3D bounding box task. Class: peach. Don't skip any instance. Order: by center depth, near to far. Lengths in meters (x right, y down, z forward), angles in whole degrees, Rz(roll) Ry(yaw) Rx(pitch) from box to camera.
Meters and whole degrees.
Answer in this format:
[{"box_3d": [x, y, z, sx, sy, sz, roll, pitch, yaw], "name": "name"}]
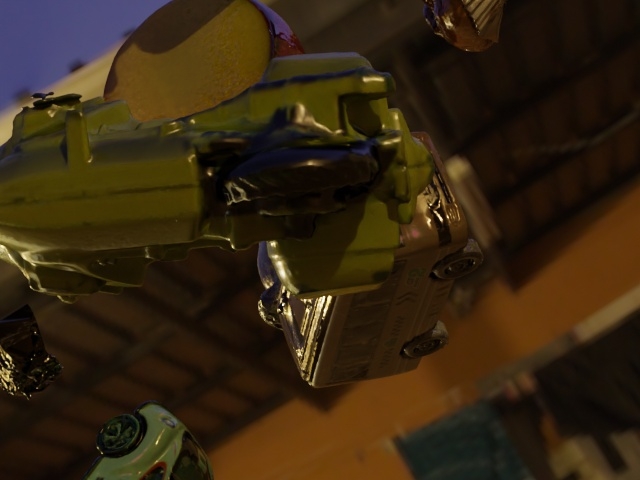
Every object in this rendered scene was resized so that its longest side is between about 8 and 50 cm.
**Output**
[{"box_3d": [-0.108, -0.133, 1.980, 0.245, 0.274, 0.248, 29, -58, -29], "name": "peach"}]

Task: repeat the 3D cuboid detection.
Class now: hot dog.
[{"box_3d": [0.127, -0.251, 1.743, 0.075, 0.144, 0.268, -32, 2, 1], "name": "hot dog"}]

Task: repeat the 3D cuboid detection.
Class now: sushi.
[{"box_3d": [-0.325, 0.128, 1.899, 0.056, 0.084, 0.083, -34, -3, -37], "name": "sushi"}]

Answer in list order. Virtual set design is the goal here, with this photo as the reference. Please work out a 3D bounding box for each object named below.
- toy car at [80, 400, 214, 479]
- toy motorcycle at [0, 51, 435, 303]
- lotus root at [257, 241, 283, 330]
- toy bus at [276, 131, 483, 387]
[{"box_3d": [-0.211, 0.317, 1.844, 0.306, 0.125, 0.136, -54, -44, -26], "name": "toy car"}, {"box_3d": [-0.105, -0.027, 1.059, 0.342, 0.142, 0.206, -5, 11, 19], "name": "toy motorcycle"}, {"box_3d": [0.003, 0.000, 2.314, 0.175, 0.175, 0.349, -41, 19, 28], "name": "lotus root"}, {"box_3d": [0.046, 0.024, 1.706, 0.157, 0.139, 0.289, -13, -26, -16], "name": "toy bus"}]
